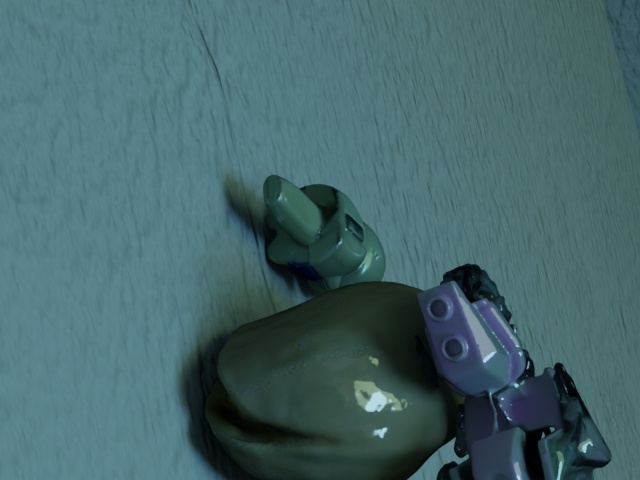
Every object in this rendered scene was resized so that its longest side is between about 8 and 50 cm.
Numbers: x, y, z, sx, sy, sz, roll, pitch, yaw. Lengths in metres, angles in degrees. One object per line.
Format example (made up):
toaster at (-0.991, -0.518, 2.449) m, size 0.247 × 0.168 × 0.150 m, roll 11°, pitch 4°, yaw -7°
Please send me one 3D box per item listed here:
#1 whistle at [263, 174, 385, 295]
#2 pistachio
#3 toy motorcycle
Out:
whistle at (0.000, 0.000, 2.069) m, size 0.244 × 0.092 × 0.110 m, roll 41°, pitch 41°, yaw -53°
pistachio at (0.021, 0.142, 1.903) m, size 0.226 × 0.207 × 0.332 m, roll 36°, pitch 30°, yaw 24°
toy motorcycle at (0.168, 0.182, 1.794) m, size 0.188 × 0.143 × 0.327 m, roll -16°, pitch 86°, yaw -66°
